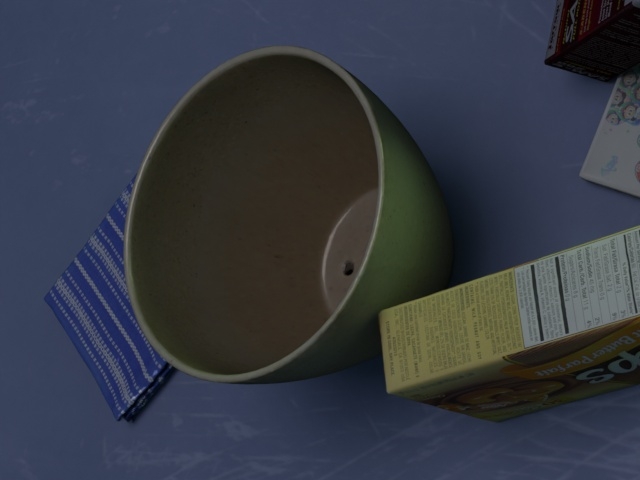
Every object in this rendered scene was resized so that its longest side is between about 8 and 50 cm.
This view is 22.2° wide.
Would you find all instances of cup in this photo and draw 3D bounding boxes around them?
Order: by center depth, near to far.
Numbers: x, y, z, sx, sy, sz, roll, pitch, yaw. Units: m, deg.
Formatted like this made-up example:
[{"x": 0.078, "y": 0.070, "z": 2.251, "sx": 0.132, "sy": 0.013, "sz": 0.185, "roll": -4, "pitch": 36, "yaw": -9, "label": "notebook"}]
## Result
[{"x": 0.000, "y": 0.000, "z": 1.639, "sx": 0.331, "sy": 0.237, "sz": 0.331, "roll": -14, "pitch": 67, "yaw": 36, "label": "cup"}]

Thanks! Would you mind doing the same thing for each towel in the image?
[{"x": -0.191, "y": 0.018, "z": 1.930, "sx": 0.336, "sy": 0.040, "sz": 0.243, "roll": -52, "pitch": 49, "yaw": 16, "label": "towel"}]

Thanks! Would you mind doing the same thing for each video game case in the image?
[{"x": 0.330, "y": -0.113, "z": 1.540, "sx": 0.143, "sy": 0.019, "sz": 0.157, "roll": 22, "pitch": 92, "yaw": 42, "label": "video game case"}]

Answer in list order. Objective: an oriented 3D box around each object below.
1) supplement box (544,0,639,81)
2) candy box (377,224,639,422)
[{"x": 0.286, "y": -0.238, "z": 1.493, "sx": 0.239, "sy": 0.073, "sz": 0.130, "roll": 146, "pitch": 138, "yaw": -76, "label": "supplement box"}, {"x": 0.232, "y": 0.077, "z": 1.454, "sx": 0.316, "sy": 0.183, "sz": 0.088, "roll": -21, "pitch": 65, "yaw": 34, "label": "candy box"}]
